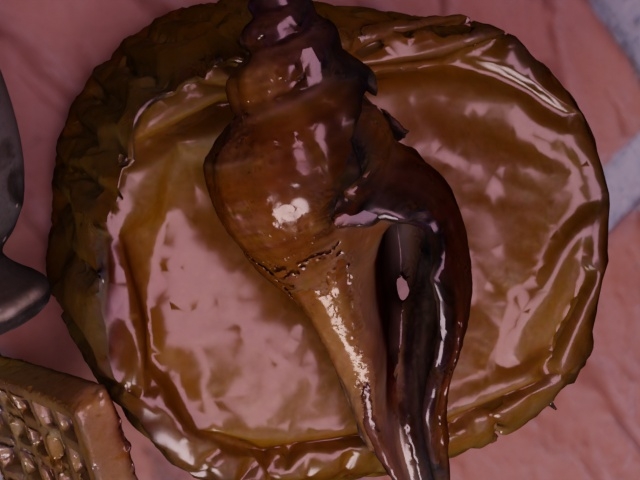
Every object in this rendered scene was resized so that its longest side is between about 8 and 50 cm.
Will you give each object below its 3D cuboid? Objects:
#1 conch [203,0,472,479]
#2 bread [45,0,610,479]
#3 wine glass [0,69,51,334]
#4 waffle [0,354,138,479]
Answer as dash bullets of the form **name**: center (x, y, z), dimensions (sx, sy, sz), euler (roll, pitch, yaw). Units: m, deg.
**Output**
- **conch**: center (0.017, 0.000, 0.582), dimensions (0.086, 0.080, 0.233), euler (-18, 122, 31)
- **bread**: center (0.000, 0.000, 0.686), dimensions (0.253, 0.142, 0.228), euler (-3, 102, -16)
- **wine glass**: center (-0.190, -0.051, 0.624), dimensions (0.111, 0.111, 0.204), euler (-17, 105, -15)
- **waffle**: center (-0.121, 0.100, 0.664), dimensions (0.021, 0.135, 0.092), euler (-23, 107, -31)
